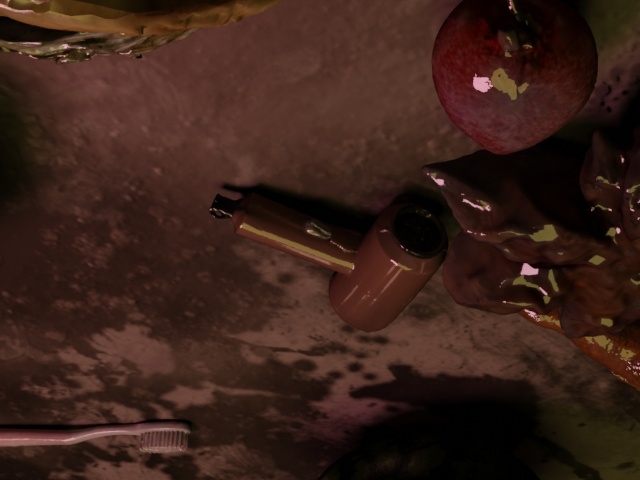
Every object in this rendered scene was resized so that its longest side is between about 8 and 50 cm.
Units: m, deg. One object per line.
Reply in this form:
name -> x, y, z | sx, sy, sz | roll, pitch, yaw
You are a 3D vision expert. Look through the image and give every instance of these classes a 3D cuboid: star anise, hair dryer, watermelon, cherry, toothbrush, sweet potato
star anise -> 0.226, -0.014, 1.083 | 0.315, 0.108, 0.315 | 4, 153, 2
hair dryer -> 0.000, 0.000, 1.183 | 0.181, 0.064, 0.117 | 21, 142, -12
watermelon -> 0.102, 0.323, 1.439 | 0.285, 0.285, 0.285 | 4, 145, 3
cherry -> 0.130, -0.142, 0.939 | 0.107, 0.090, 0.225 | 16, 137, 6
toothbrush -> -0.280, 0.205, 1.538 | 0.307, 0.030, 0.025 | -3, 152, 12
sweet potato -> 0.253, 0.083, 1.269 | 0.226, 0.068, 0.068 | 27, 144, 1

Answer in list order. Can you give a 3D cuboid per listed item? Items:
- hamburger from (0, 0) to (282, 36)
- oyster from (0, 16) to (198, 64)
hamburger -> -0.105, -0.228, 0.718 | 0.283, 0.260, 0.144 | 15, 174, -5
oyster -> -0.123, -0.173, 0.865 | 0.198, 0.267, 0.112 | 23, 125, 45
